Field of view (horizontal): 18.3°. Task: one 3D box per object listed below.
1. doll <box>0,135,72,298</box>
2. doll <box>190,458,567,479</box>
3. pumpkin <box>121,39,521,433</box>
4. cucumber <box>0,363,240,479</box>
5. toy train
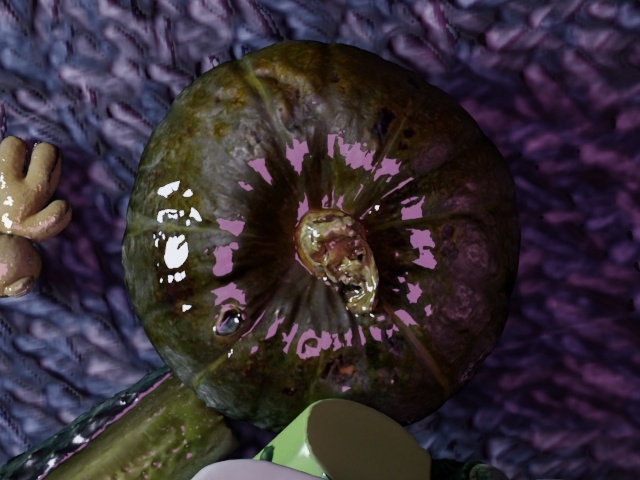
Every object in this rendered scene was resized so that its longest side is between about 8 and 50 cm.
[{"bbox_3d":[-0.176,-0.012,1.142,0.061,0.051,0.093,11,93,9],"label":"doll"},{"bbox_3d":[0.030,0.281,0.995,0.348,0.161,0.423,34,128,-2],"label":"doll"},{"bbox_3d":[0.000,0.000,1.080,0.224,0.157,0.223,0,86,-4],"label":"pumpkin"},{"bbox_3d":[-0.149,0.143,1.152,0.211,0.062,0.078,-37,121,-2],"label":"cucumber"},{"bbox_3d":[-0.012,0.179,1.070,0.157,0.105,0.253,30,129,-19],"label":"toy train"}]
